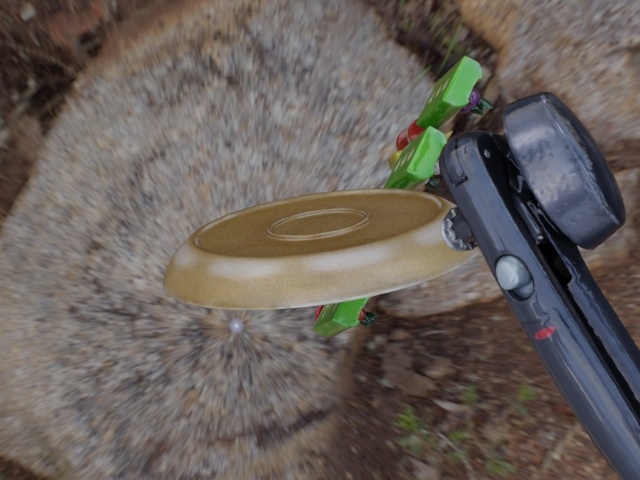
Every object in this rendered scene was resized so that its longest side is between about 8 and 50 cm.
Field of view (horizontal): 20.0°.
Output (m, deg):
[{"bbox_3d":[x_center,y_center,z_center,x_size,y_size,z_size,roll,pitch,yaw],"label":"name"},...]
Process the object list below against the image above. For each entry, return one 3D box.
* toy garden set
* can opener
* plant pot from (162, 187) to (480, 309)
[{"bbox_3d":[0.069,-0.020,1.549,0.049,0.204,0.244,28,79,-4],"label":"toy garden set"},{"bbox_3d":[0.109,0.030,0.798,0.059,0.073,0.186,-23,89,-42],"label":"can opener"},{"bbox_3d":[0.000,0.000,1.314,0.236,0.236,0.032,-10,104,-3],"label":"plant pot"}]
